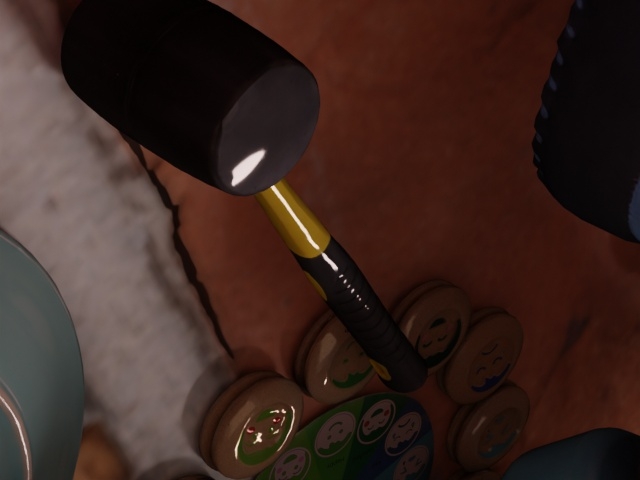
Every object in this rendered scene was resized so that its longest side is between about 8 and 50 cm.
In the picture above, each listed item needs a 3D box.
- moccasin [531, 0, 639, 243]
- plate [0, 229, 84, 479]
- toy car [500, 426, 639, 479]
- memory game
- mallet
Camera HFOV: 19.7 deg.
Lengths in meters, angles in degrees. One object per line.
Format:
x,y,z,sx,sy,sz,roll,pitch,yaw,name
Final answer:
0.132,-0.166,0.494,0.138,0.117,0.342,14,102,-63,moccasin
-0.131,0.077,0.458,0.188,0.024,0.188,-28,136,-31,plate
0.181,0.003,0.601,0.219,0.238,0.210,-23,154,37,toy car
0.006,0.096,0.629,0.186,0.012,0.186,-28,136,-31,memory game
0.000,0.000,0.500,0.039,0.062,0.189,-50,138,-10,mallet
